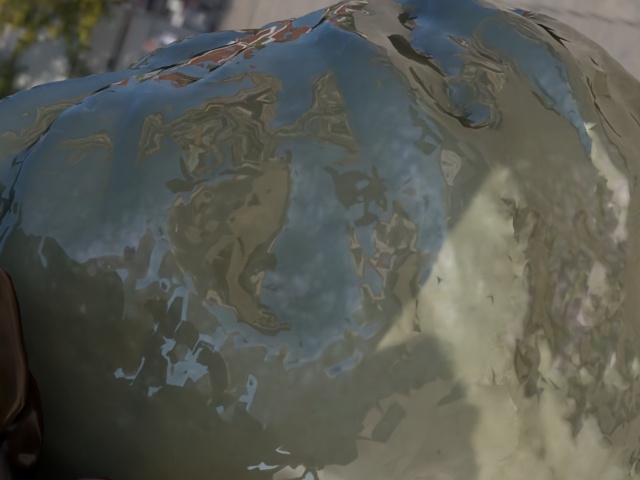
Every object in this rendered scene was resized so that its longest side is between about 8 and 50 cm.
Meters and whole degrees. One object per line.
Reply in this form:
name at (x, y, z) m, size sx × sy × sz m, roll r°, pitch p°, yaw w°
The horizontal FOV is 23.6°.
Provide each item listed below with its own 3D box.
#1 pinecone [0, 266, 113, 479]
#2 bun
pinecone at (-0.241, 0.167, 0.504) m, size 0.398 × 0.398 × 0.397 m, roll -162°, pitch 90°, yaw -81°
bun at (0.000, 0.000, 0.662) m, size 0.360 × 0.360 × 0.210 m, roll -129°, pitch 36°, yaw -80°
